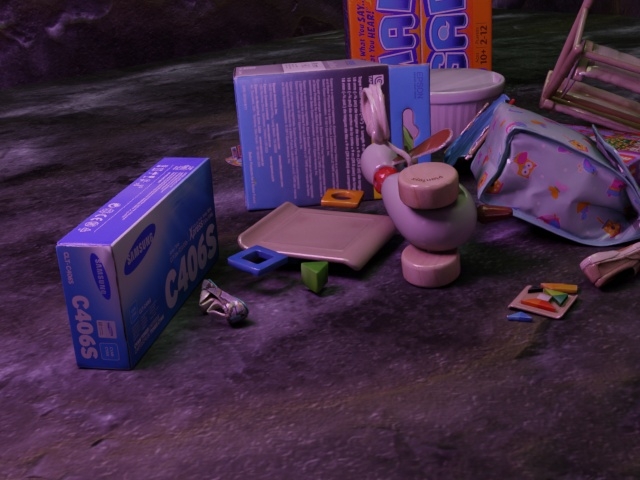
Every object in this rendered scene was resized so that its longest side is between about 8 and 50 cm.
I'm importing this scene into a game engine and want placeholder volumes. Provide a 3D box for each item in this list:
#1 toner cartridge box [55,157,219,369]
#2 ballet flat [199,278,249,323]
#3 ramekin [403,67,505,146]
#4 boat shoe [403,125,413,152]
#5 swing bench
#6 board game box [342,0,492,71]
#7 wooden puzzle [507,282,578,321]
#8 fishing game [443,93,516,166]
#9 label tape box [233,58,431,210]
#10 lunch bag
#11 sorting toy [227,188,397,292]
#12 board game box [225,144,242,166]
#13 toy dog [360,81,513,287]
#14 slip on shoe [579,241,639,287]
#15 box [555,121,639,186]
[{"bbox_3d":[-0.228,0.015,1.148,0.075,0.165,0.348,1,23,12],"label":"toner cartridge box"},{"bbox_3d":[-0.138,0.082,1.136,0.041,0.041,0.114,-17,24,-30],"label":"ballet flat"},{"bbox_3d":[0.269,-0.292,1.887,0.273,0.127,0.273,-4,21,1],"label":"ramekin"},{"bbox_3d":[0.141,-0.176,1.679,0.074,0.080,0.223,-5,25,-16],"label":"boat shoe"},{"bbox_3d":[0.581,-0.303,1.659,0.253,0.254,0.165,19,60,5],"label":"swing bench"},{"bbox_3d":[0.247,-0.577,2.295,0.357,0.356,0.356,-5,22,0],"label":"board game box"},{"bbox_3d":[0.286,0.076,1.102,0.079,0.014,0.116,6,24,25],"label":"wooden puzzle"},{"bbox_3d":[0.299,-0.198,1.636,0.041,0.189,0.264,39,2,-5],"label":"fishing game"},{"bbox_3d":[0.023,-0.193,1.528,0.334,0.240,0.106,-5,20,-3],"label":"label tape box"},{"bbox_3d":[0.383,-0.101,1.340,0.262,0.160,0.223,20,20,1],"label":"lunch bag"},{"bbox_3d":[0.000,0.000,1.309,0.196,0.047,0.348,11,26,23],"label":"sorting toy"},{"bbox_3d":[-0.120,-0.197,1.842,0.133,0.033,0.169,11,26,34],"label":"board game box"},{"bbox_3d":[0.168,-0.078,1.269,0.161,0.220,0.333,-7,47,-8],"label":"toy dog"},{"bbox_3d":[0.411,0.033,1.157,0.135,0.051,0.041,-8,60,-31],"label":"slip on shoe"},{"bbox_3d":[0.488,-0.164,1.613,0.293,0.057,0.201,17,30,42],"label":"box"}]
